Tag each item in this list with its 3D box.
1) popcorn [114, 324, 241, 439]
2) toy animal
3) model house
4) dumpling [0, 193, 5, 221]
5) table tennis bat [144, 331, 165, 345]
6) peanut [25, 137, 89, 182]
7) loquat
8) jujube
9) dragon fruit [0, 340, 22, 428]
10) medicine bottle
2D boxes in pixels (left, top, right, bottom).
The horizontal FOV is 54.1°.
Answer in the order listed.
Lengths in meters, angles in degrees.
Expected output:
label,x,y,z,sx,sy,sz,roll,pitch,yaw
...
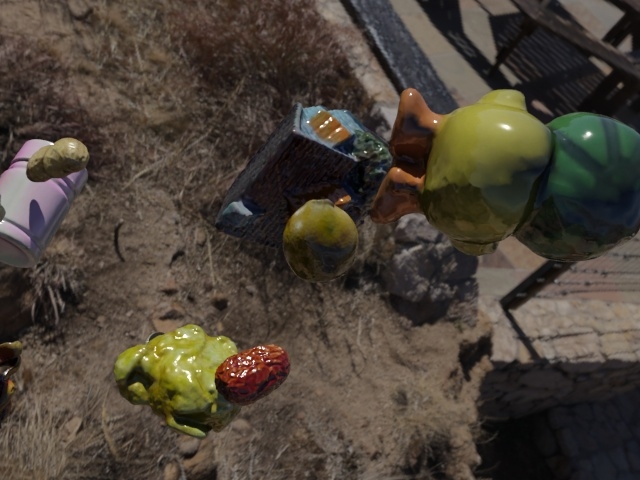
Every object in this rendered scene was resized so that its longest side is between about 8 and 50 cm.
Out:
label,x,y,z,sx,sy,sz,roll,pitch,yaw
popcorn,-0.365,0.375,1.720,0.334,0.292,0.293,15,70,14
toy animal,0.240,-0.076,0.780,0.339,0.215,0.191,12,11,11
model house,-0.053,-0.137,1.476,0.297,0.360,0.339,49,25,12
dumpling,-0.828,-0.113,1.448,0.163,0.250,0.132,-3,47,20
table tennis bat,-0.518,0.368,2.077,0.246,0.022,0.138,13,74,-76
peanut,-0.692,-0.207,1.637,0.086,0.228,0.104,41,53,-44
loquat,0.000,0.000,1.251,0.152,0.195,0.152,-4,30,2
jujube,-0.146,0.293,1.380,0.176,0.109,0.112,-20,85,-41
dragon fruit,-0.813,0.368,1.405,0.228,0.243,0.307,10,13,23
medicine bottle,-0.843,-0.107,1.813,0.212,0.212,0.325,25,59,-12
